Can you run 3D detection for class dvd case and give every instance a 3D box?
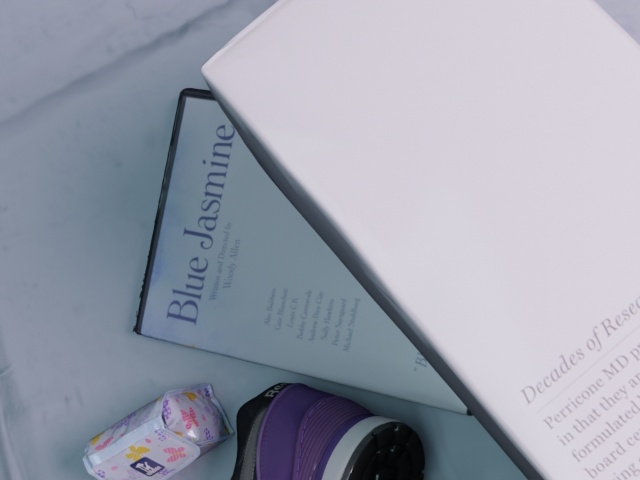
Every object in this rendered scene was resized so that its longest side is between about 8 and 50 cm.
[{"bbox_3d":[0.000,0.000,0.677,0.253,0.022,0.180,10,90,23],"label":"dvd case"}]

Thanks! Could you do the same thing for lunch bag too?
[{"bbox_3d":[-0.110,0.135,0.679,0.071,0.083,0.053,-33,74,16],"label":"lunch bag"}]

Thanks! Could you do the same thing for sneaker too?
[{"bbox_3d":[-0.030,0.231,0.645,0.124,0.107,0.283,17,90,39],"label":"sneaker"}]

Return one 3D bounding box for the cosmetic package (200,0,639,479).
[{"bbox_3d":[0.133,0.038,0.490,0.156,0.217,0.385,-41,74,-2],"label":"cosmetic package"}]
